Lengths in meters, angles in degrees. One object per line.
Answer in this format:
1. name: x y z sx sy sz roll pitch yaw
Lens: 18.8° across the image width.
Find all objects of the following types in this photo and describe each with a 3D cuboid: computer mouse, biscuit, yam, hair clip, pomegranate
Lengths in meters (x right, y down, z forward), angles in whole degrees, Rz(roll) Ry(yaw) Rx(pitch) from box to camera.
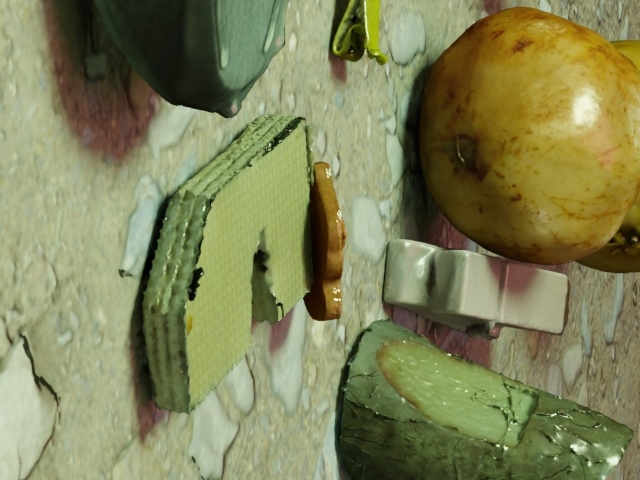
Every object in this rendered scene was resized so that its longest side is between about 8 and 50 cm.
1. computer mouse: -0.083 -0.266 1.215 0.203 0.114 0.373 -30 127 -69
2. biscuit: -0.064 0.012 1.398 0.250 0.046 0.147 -49 139 -59
3. biscuit: 0.000 0.000 1.528 0.102 0.019 0.130 -137 -137 -67
4. yam: 0.134 0.184 1.728 0.154 0.254 0.154 23 90 -83
5. hair clip: 0.044 -0.236 1.641 0.072 0.046 0.173 13 83 -72
6. hair clip: 0.158 0.055 1.920 0.331 0.101 0.085 14 86 -67
7. pomegranate: 0.204 -0.098 1.845 0.248 0.248 0.248 3 90 -69

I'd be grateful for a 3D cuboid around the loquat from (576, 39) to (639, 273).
1. loquat: 0.337 -0.092 2.156 0.263 0.263 0.263 3 90 -69
